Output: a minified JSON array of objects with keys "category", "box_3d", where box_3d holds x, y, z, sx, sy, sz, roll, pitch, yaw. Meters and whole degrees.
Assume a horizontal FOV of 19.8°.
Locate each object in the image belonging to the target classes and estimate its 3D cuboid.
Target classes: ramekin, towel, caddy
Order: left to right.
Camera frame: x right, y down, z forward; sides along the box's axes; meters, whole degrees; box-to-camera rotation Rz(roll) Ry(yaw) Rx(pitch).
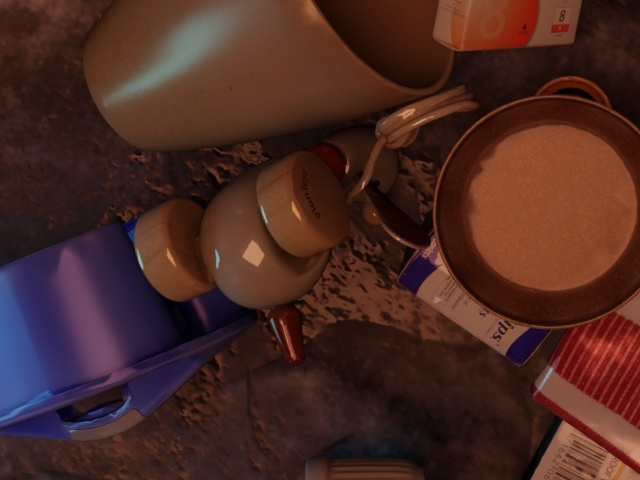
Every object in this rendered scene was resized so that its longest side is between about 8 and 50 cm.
[{"category":"caddy","box_3d":[-0.218,0.093,1.657,0.341,0.241,0.179,-21,91,35]},{"category":"ramekin","box_3d":[0.052,0.297,1.689,0.109,0.207,0.207,-6,101,3]},{"category":"towel","box_3d":[0.352,0.077,1.543,0.237,0.037,0.329,36,116,9]}]

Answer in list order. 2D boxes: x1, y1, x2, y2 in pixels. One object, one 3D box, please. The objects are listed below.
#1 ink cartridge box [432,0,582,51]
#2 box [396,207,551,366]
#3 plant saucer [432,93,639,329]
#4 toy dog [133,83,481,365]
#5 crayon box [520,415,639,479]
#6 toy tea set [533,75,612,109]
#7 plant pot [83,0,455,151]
[{"category":"ink cartridge box","box_3d":[0.175,-0.253,1.563,0.045,0.145,0.179,34,121,42]},{"category":"box","box_3d":[0.146,0.033,1.642,0.137,0.126,0.072,34,106,-2]},{"category":"plant saucer","box_3d":[0.193,-0.026,1.534,0.199,0.036,0.198,1,102,4]},{"category":"toy dog","box_3d":[0.000,0.000,1.544,0.220,0.334,0.161,-17,96,48]},{"category":"crayon box","box_3d":[0.364,0.227,1.670,0.323,0.083,0.203,27,106,5]},{"category":"toy tea set","box_3d":[0.328,-0.039,1.595,0.336,0.124,0.200,11,104,8]},{"category":"plant pot","box_3d":[-0.065,-0.188,1.598,0.274,0.256,0.256,-26,97,31]}]
